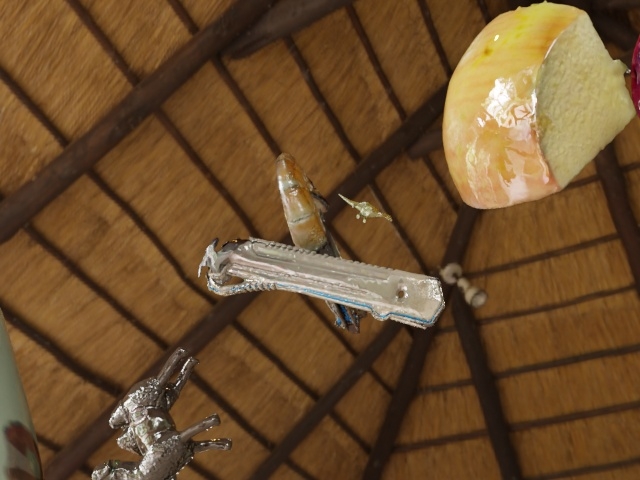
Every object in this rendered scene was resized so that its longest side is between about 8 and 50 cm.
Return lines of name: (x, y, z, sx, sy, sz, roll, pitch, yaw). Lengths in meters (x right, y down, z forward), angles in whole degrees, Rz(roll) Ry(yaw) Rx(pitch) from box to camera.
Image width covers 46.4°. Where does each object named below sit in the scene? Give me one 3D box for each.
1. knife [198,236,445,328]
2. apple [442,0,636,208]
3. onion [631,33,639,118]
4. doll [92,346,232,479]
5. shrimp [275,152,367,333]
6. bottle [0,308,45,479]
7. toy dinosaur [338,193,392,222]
knife: (-0.005, 0.056, 0.991, 0.365, 0.089, 0.043, 9, -5, 30)
apple: (0.316, -0.199, 1.197, 0.252, 0.313, 0.309, 7, -2, -29)
onion: (0.519, -0.220, 0.959, 0.248, 0.161, 0.248, 11, -59, 19)
doll: (-0.193, 0.224, 0.865, 0.165, 0.139, 0.057, -31, -26, -6)
shrimp: (0.000, 0.000, 1.138, 0.054, 0.222, 0.290, -23, -80, 7)
bottle: (-0.220, 0.200, 0.368, 0.229, 0.351, 0.229, -24, -29, -14)
toy dinosaur: (0.068, -0.052, 1.237, 0.113, 0.041, 0.026, 23, -64, 29)
